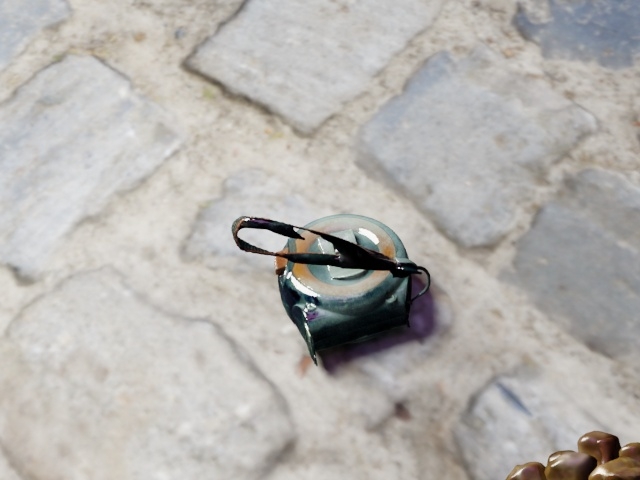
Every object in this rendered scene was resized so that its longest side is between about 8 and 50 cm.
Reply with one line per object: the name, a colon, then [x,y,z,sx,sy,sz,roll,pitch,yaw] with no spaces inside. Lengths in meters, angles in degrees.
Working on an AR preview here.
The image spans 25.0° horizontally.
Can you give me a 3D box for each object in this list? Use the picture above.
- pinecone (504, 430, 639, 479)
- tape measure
pinecone: [0.170,0.194,0.794,0.150,0.179,0.195,-22,28,-16]
tape measure: [0.004,-0.002,0.999,0.104,0.180,0.107,-28,50,2]
